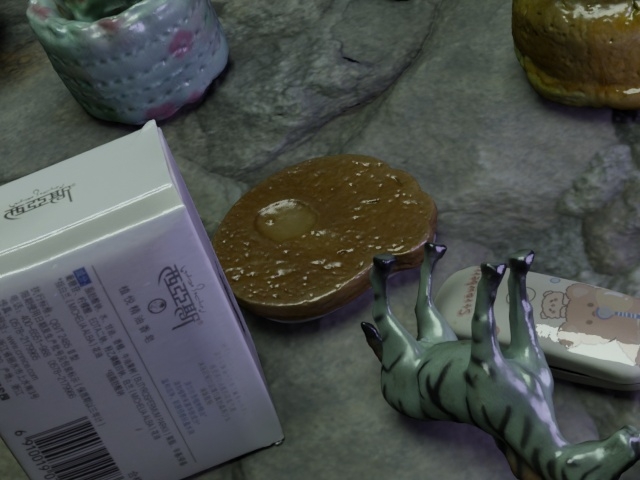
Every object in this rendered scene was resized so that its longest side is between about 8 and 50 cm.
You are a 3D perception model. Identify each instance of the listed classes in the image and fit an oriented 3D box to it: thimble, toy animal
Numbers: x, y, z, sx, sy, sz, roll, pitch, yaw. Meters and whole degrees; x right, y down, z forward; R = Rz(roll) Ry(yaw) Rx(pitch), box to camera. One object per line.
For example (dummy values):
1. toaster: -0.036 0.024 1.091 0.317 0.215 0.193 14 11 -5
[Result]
1. thimble: -0.220 -0.236 1.417 0.211 0.149 0.185 17 57 33
2. toy animal: 0.128 0.088 0.957 0.090 0.170 0.255 -7 26 -37

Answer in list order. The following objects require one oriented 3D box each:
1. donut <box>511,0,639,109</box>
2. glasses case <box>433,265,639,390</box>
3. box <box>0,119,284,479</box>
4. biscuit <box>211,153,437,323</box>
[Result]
1. donut: 0.317 -0.232 1.235 0.261 0.128 0.208 -21 44 1
2. glasses case: 0.188 0.069 1.034 0.204 0.051 0.081 11 56 30
3. box: -0.168 0.073 0.996 0.203 0.274 0.116 -22 42 -2
4. biscuit: 0.000 0.000 1.172 0.208 0.049 0.181 -32 45 -13
